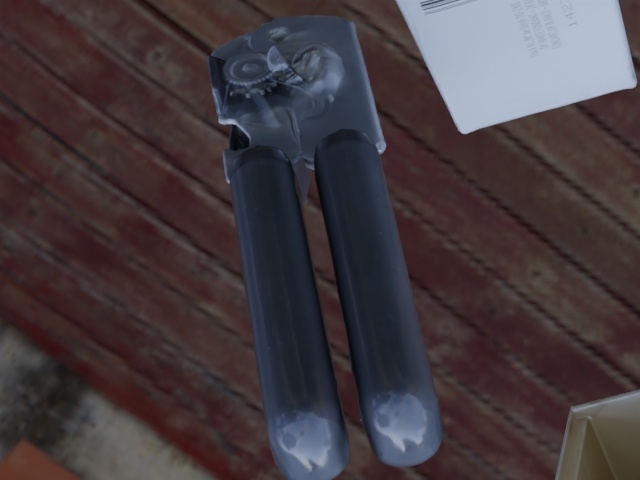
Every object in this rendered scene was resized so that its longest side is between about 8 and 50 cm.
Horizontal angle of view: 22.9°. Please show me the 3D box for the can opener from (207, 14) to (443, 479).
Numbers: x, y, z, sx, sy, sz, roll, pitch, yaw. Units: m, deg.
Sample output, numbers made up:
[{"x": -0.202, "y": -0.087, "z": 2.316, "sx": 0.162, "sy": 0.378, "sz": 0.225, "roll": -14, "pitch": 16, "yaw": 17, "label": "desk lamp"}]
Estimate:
[{"x": 0.000, "y": 0.000, "z": 0.713, "sx": 0.076, "sy": 0.283, "sz": 0.095, "roll": -11, "pitch": 135, "yaw": 0, "label": "can opener"}]

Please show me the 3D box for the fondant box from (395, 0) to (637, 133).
[{"x": 0.054, "y": -0.250, "z": 0.740, "sx": 0.096, "sy": 0.330, "sz": 0.238, "roll": -14, "pitch": 153, "yaw": 12, "label": "fondant box"}]

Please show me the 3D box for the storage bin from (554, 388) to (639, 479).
[{"x": 0.290, "y": 0.190, "z": 1.014, "sx": 0.262, "sy": 0.260, "sz": 0.123, "roll": -17, "pitch": 108, "yaw": 22, "label": "storage bin"}]
